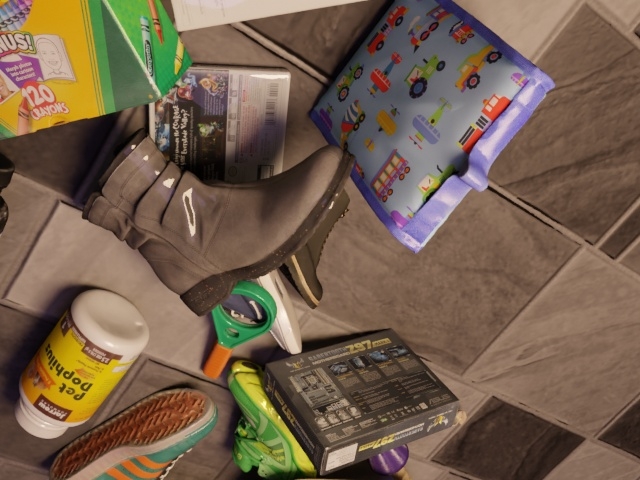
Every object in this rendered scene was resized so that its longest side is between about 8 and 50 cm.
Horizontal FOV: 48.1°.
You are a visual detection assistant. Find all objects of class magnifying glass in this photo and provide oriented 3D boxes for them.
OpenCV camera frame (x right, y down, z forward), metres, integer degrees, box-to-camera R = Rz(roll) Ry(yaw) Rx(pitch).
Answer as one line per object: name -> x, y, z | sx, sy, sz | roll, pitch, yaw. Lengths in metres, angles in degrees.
magnifying glass -> -0.130, 0.135, 1.047 | 0.092, 0.026, 0.231 | 25, 133, -6

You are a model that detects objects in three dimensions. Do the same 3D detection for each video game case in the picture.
video game case -> -0.132, -0.132, 0.925 | 0.173, 0.022, 0.191 | 0, 123, -12

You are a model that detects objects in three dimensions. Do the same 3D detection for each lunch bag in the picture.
lunch bag -> 0.124, -0.141, 0.809 | 0.138, 0.293, 0.221 | 29, 112, -26

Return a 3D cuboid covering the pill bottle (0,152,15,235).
pill bottle -> -0.454, -0.009, 0.863 | 0.122, 0.123, 0.219 | 22, 102, -23

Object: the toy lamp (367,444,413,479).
toy lamp -> 0.149, 0.434, 1.308 | 0.080, 0.080, 0.275 | -25, 125, 4

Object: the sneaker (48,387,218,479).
sneaker -> -0.276, 0.336, 1.143 | 0.302, 0.108, 0.121 | -26, 124, 15

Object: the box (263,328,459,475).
box -> 0.057, 0.227, 1.057 | 0.232, 0.183, 0.059 | -11, 126, -29

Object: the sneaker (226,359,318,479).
sneaker -> -0.092, 0.319, 1.163 | 0.123, 0.109, 0.296 | -22, 124, -2

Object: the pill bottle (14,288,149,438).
pill bottle -> -0.345, 0.180, 1.017 | 0.117, 0.117, 0.215 | 30, 112, -26

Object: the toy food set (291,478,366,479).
toy food set -> 0.008, 0.475, 1.223 | 0.305, 0.093, 0.219 | 11, 149, -26

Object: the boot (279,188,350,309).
boot -> 0.000, 0.000, 1.012 | 0.137, 0.077, 0.198 | -36, 139, -10

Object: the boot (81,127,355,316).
boot -> -0.138, -0.053, 0.844 | 0.222, 0.118, 0.338 | 43, 125, -15

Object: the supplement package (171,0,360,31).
supplement package -> -0.044, -0.321, 0.753 | 0.243, 0.139, 0.134 | -10, 123, -4

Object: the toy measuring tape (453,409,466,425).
toy measuring tape -> 0.107, 0.269, 1.192 | 0.329, 0.121, 0.122 | 0, 123, -31

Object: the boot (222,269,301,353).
boot -> -0.093, 0.096, 1.057 | 0.086, 0.069, 0.190 | -15, 118, 9

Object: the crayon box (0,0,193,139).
crayon box -> -0.291, -0.207, 0.735 | 0.278, 0.081, 0.165 | -6, 128, 28
